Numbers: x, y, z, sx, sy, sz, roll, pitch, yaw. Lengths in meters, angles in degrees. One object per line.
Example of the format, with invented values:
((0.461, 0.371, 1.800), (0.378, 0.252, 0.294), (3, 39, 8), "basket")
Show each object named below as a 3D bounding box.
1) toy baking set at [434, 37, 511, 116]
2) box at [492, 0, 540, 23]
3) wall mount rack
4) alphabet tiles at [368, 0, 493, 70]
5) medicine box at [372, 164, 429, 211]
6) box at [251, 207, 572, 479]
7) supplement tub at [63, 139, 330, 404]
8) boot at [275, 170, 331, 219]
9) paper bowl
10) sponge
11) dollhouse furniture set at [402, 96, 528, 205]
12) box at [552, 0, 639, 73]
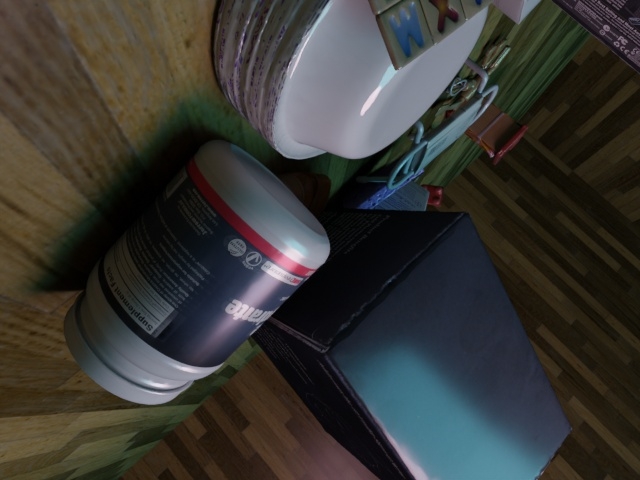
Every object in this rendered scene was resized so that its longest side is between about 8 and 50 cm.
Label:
((0.380, -0.409, 1.135), (0.256, 0.030, 0.197), (-47, 166, 14), "toy baking set")
((0.326, -0.428, 0.709), (0.101, 0.087, 0.102), (-46, 168, 15), "box")
((0.217, -0.232, 0.983), (0.350, 0.130, 0.304), (-39, 164, -20), "wall mount rack")
((0.096, -0.268, 0.313), (0.237, 0.198, 0.009), (-41, -151, -20), "alphabet tiles")
((0.145, -0.012, 1.224), (0.263, 0.149, 0.289), (-53, -174, 44), "medicine box")
((0.106, 0.208, 0.838), (0.297, 0.480, 0.472), (-40, -158, -19), "box")
((-0.141, 0.037, 0.527), (0.272, 0.191, 0.191), (-45, 169, 9), "supplement tub")
((-0.101, -0.008, 0.783), (0.283, 0.109, 0.220), (-57, 168, 25), "boot")
((0.049, -0.197, 0.447), (0.284, 0.148, 0.284), (-43, 168, -11), "paper bowl")
((0.148, -0.135, 1.095), (0.210, 0.031, 0.117), (-35, -159, 11), "sponge")
((0.391, -0.245, 1.318), (0.374, 0.201, 0.152), (-47, 168, 12), "dollhouse furniture set")
((0.345, -0.314, 0.409), (0.097, 0.395, 0.318), (-41, 168, 0), "box")
